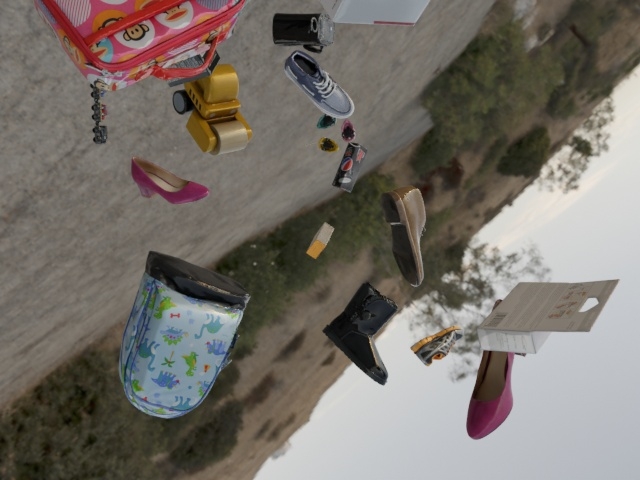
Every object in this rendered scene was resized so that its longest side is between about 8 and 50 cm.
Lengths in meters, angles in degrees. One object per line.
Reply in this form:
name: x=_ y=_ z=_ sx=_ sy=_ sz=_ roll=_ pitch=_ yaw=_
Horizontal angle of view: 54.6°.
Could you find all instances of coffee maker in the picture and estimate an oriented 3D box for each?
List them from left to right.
coffee maker: x=-0.065 y=-0.689 z=2.005 sx=0.171 sy=0.178 sz=0.120 roll=23 pitch=77 yaw=-65

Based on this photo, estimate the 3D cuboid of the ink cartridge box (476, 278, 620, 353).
ink cartridge box: x=0.558 y=0.180 z=1.500 sx=0.261 sy=0.066 sz=0.296 roll=-4 pitch=-163 yaw=40

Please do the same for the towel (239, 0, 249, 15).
towel: x=-0.292 y=-0.553 z=1.396 sx=0.370 sy=0.040 sz=0.271 roll=1 pitch=-137 yaw=23

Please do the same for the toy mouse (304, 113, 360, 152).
toy mouse: x=0.049 y=-0.315 z=1.747 sx=0.031 sy=0.161 sz=0.143 roll=-7 pitch=113 yaw=-69

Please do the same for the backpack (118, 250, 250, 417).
backpack: x=-0.354 y=0.251 z=1.526 sx=0.355 sy=0.290 sz=0.273 roll=-60 pitch=-152 yaw=6

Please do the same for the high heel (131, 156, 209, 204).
high heel: x=-0.414 y=-0.170 z=1.697 sx=0.244 sy=0.117 sz=0.082 roll=10 pitch=-143 yaw=32

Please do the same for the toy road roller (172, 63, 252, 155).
toy road roller: x=-0.387 y=-0.508 z=2.326 sx=0.203 sy=0.329 sz=0.240 roll=-21 pitch=162 yaw=-41

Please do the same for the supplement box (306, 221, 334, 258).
supplement box: x=0.000 y=0.000 z=1.826 sx=0.062 sy=0.036 sz=0.098 roll=-53 pitch=-173 yaw=38

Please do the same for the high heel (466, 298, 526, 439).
high heel: x=0.462 y=0.350 z=1.713 sx=0.127 sy=0.181 sz=0.377 roll=-8 pitch=-139 yaw=48

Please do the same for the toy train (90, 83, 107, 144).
toy train: x=-0.524 y=-0.308 z=1.476 sx=0.036 sy=0.158 sz=0.027 roll=-4 pitch=-177 yaw=-36

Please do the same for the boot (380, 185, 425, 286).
boot: x=0.270 y=-0.013 z=1.811 sx=0.115 sy=0.305 sz=0.112 roll=-25 pitch=-159 yaw=-27

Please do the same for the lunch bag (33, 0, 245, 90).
lunch bag: x=-0.274 y=-0.369 z=0.979 sx=0.293 sy=0.258 sz=0.120 roll=-36 pitch=-178 yaw=-23

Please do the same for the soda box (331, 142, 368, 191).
soda box: x=0.104 y=-0.260 z=2.202 sx=0.053 sy=0.060 sz=0.168 roll=19 pitch=-93 yaw=51

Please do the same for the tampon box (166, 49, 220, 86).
tampon box: x=-0.433 y=-0.592 z=2.031 sx=0.161 sy=0.101 sz=0.120 roll=-9 pitch=-138 yaw=21

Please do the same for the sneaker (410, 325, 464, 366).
sneaker: x=0.385 y=0.339 z=1.994 sx=0.215 sy=0.083 sz=0.084 roll=-18 pitch=157 yaw=-31

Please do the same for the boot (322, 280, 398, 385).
boot: x=0.155 y=0.264 z=1.785 sx=0.207 sy=0.246 sz=0.094 roll=-47 pitch=166 yaw=1

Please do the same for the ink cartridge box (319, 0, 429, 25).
ink cartridge box: x=0.060 y=-0.522 z=1.111 sx=0.197 sy=0.272 sz=0.114 roll=-11 pitch=153 yaw=-35

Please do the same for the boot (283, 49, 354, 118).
boot: x=0.001 y=-0.337 z=1.357 sx=0.069 sy=0.190 sz=0.086 roll=-56 pitch=-168 yaw=-3
